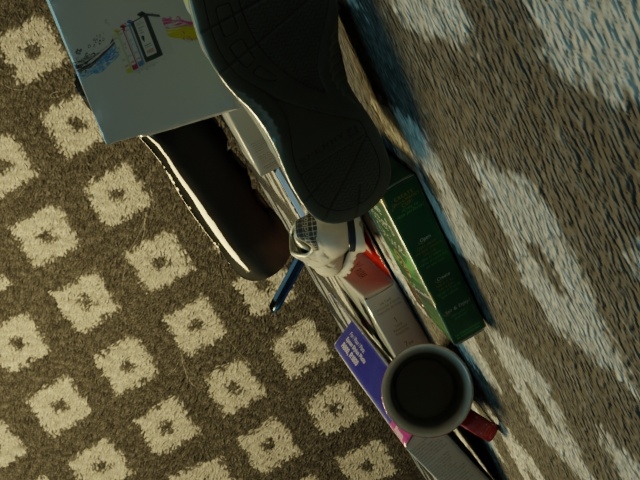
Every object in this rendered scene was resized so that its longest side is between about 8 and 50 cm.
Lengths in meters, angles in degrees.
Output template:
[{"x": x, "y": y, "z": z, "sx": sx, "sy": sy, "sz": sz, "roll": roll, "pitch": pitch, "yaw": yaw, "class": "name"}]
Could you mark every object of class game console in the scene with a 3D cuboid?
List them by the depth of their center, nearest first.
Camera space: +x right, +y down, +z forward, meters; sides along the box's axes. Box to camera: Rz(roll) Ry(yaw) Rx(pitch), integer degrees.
[{"x": -0.082, "y": -0.016, "z": 2.265, "sx": 0.250, "sy": 0.173, "sz": 0.293, "roll": 60, "pitch": 176, "yaw": -1, "class": "game console"}]

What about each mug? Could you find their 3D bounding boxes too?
[{"x": 0.143, "y": 0.207, "z": 1.532, "sx": 0.150, "sy": 0.113, "sz": 0.169, "roll": 61, "pitch": 180, "yaw": 6, "class": "mug"}]

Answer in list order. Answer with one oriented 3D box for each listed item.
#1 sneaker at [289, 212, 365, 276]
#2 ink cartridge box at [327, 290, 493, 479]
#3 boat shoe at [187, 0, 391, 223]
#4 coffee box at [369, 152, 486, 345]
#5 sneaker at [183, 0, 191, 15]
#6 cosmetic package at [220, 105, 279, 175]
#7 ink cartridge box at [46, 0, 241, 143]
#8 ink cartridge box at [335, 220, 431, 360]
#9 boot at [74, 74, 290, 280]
[{"x": 0.000, "y": 0.000, "z": 1.661, "sx": 0.235, "sy": 0.095, "sz": 0.090, "roll": 110, "pitch": 150, "yaw": -73, "class": "sneaker"}, {"x": 0.134, "y": 0.265, "z": 1.873, "sx": 0.330, "sy": 0.071, "sz": 0.324, "roll": 48, "pitch": -179, "yaw": -28, "class": "ink cartridge box"}, {"x": -0.035, "y": -0.159, "z": 1.008, "sx": 0.320, "sy": 0.118, "sz": 0.103, "roll": 62, "pitch": 175, "yaw": -34, "class": "boat shoe"}, {"x": 0.091, "y": 0.002, "z": 1.161, "sx": 0.184, "sy": 0.040, "sz": 0.113, "roll": 62, "pitch": 175, "yaw": -27, "class": "coffee box"}, {"x": -0.059, "y": -0.219, "z": 1.247, "sx": 0.126, "sy": 0.091, "sz": 0.240, "roll": 43, "pitch": 175, "yaw": 32, "class": "sneaker"}, {"x": -0.163, "y": -0.302, "z": 1.789, "sx": 0.284, "sy": 0.097, "sz": 0.377, "roll": 65, "pitch": 174, "yaw": -36, "class": "cosmetic package"}, {"x": -0.193, "y": -0.260, "z": 1.381, "sx": 0.171, "sy": 0.168, "sz": 0.232, "roll": -76, "pitch": -30, "yaw": -63, "class": "ink cartridge box"}, {"x": 0.060, "y": 0.049, "z": 1.786, "sx": 0.239, "sy": 0.060, "sz": 0.275, "roll": 60, "pitch": 176, "yaw": -14, "class": "ink cartridge box"}, {"x": -0.190, "y": -0.109, "z": 1.785, "sx": 0.445, "sy": 0.146, "sz": 0.367, "roll": 62, "pitch": -176, "yaw": -28, "class": "boot"}]
